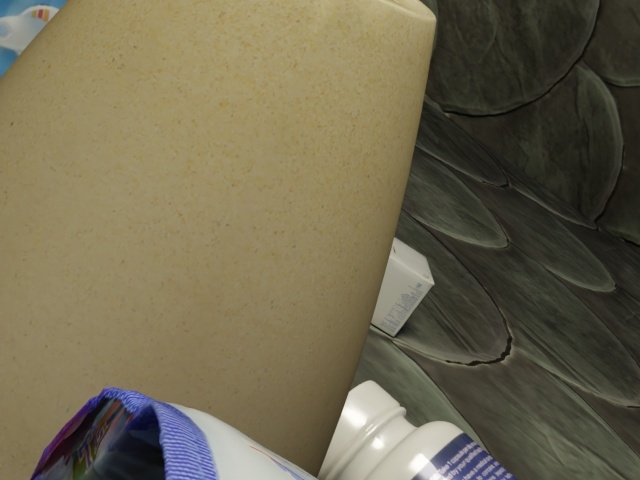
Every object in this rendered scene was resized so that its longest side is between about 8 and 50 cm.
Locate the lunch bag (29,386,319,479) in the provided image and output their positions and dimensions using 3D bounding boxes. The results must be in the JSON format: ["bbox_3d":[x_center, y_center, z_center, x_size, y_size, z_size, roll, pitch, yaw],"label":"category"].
[{"bbox_3d":[0.041,0.240,0.298,0.328,0.239,0.385,32,27,-21],"label":"lunch bag"}]

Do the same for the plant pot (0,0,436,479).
[{"bbox_3d":[-0.065,-0.015,0.568,0.256,0.274,0.256,27,17,-9],"label":"plant pot"}]

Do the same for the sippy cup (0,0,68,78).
[{"bbox_3d":[-0.188,-0.102,0.787,0.305,0.224,0.240,30,18,-19],"label":"sippy cup"}]

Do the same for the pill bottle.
[{"bbox_3d":[0.073,0.177,0.730,0.186,0.112,0.112,41,18,17],"label":"pill bottle"}]

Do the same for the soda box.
[{"bbox_3d":[0.000,0.000,1.137,0.216,0.069,0.074,33,17,-13],"label":"soda box"}]
